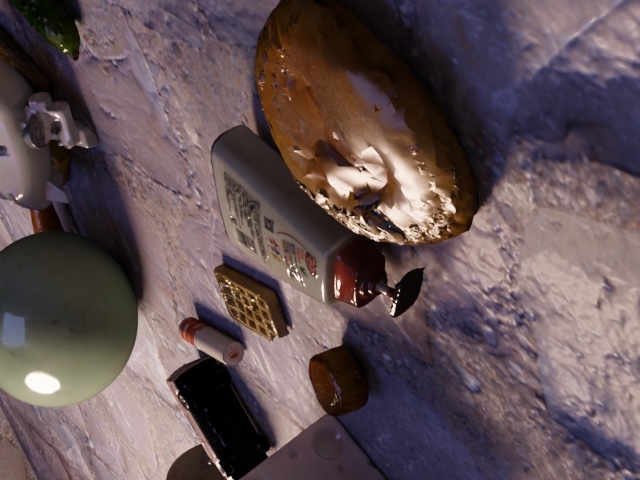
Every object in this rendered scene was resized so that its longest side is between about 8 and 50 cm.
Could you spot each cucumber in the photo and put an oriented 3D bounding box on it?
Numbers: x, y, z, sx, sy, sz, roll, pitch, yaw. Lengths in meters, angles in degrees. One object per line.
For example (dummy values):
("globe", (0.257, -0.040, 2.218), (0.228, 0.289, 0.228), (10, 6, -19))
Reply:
("cucumber", (-0.380, -0.332, 1.396), (0.227, 0.069, 0.069), (55, 155, -4))

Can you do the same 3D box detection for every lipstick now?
("lipstick", (-0.164, 0.150, 1.607), (0.130, 0.038, 0.038), (22, 138, 50))

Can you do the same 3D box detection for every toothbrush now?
("toothbrush", (-0.451, -0.027, 1.923), (0.025, 0.029, 0.307), (18, 134, 37))

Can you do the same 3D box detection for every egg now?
("egg", (-0.446, 0.136, 1.809), (0.276, 0.276, 0.389), (50, 155, 12))

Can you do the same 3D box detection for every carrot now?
("carrot", (-0.502, -0.081, 1.913), (0.061, 0.061, 0.257), (30, 141, 43))

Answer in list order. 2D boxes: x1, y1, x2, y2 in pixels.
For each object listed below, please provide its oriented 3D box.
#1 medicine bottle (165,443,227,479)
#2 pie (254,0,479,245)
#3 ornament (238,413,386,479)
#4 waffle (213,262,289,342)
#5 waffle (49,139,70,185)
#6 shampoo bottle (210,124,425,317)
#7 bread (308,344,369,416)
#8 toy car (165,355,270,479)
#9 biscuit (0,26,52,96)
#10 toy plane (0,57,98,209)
("medicine bottle", (-0.158, 0.515, 1.891), (0.151, 0.151, 0.323), (25, 141, 47))
("pie", (0.030, -0.098, 0.944), (0.273, 0.069, 0.273), (45, 157, 26))
("ornament", (-0.022, 0.423, 1.445), (0.240, 0.239, 0.239), (49, 155, 15))
("waffle", (-0.090, 0.086, 1.424), (0.135, 0.021, 0.092), (26, 140, 49))
("waffle", (-0.491, -0.175, 1.767), (0.191, 0.032, 0.125), (42, 156, 2))
("shampoo bottle", (0.000, 0.000, 1.111), (0.284, 0.071, 0.153), (32, 143, 37))
("bread", (0.026, 0.165, 1.275), (0.085, 0.053, 0.085), (45, 146, 43))
("toy car", (-0.166, 0.288, 1.715), (0.210, 0.089, 0.108), (60, 155, -3))
("biscuit", (-0.491, -0.283, 1.682), (0.228, 0.031, 0.176), (24, 141, 49))
("toy plane", (-0.460, -0.157, 1.613), (0.266, 0.123, 0.267), (12, 133, 13))
